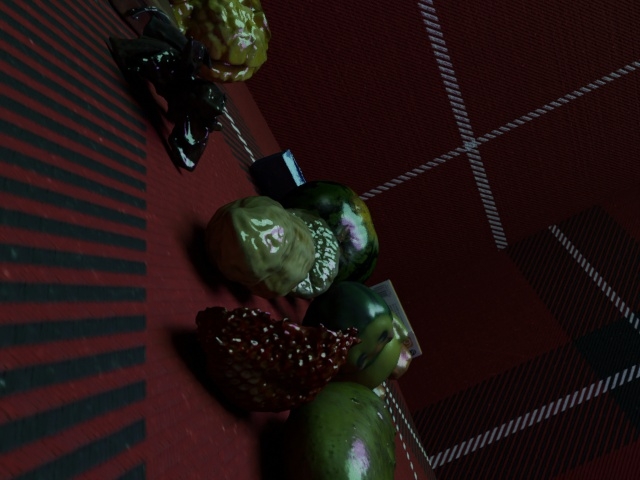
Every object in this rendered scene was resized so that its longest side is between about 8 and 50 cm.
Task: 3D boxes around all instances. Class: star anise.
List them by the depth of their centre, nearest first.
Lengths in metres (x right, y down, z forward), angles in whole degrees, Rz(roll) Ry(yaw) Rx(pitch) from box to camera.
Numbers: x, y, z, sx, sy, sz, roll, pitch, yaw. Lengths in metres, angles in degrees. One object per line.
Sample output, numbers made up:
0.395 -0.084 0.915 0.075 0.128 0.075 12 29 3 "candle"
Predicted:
-0.223 -0.243 1.025 0.283 0.129 0.212 56 -9 48 "star anise"

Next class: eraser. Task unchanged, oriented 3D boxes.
-0.074 -0.092 1.823 0.042 0.144 0.312 -42 112 -43 "eraser"

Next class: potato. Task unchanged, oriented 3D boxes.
0.020 0.275 0.828 0.176 0.141 0.298 61 13 2 "potato"

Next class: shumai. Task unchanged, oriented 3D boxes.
-0.067 0.035 1.300 0.120 0.201 0.201 -44 -114 50 "shumai"

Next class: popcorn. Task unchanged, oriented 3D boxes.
-0.249 -0.473 1.485 0.265 0.225 0.332 54 24 14 "popcorn"

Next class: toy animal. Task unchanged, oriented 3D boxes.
0.064 0.210 1.373 0.191 0.216 0.338 35 -15 33 "toy animal"

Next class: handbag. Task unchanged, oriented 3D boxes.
-0.330 -0.446 1.186 0.193 0.072 0.151 53 12 -75 "handbag"

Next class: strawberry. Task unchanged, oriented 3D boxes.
-0.057 0.144 0.757 0.236 0.175 0.107 13 73 -36 "strawberry"

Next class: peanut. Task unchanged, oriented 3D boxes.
-0.090 0.013 1.003 0.325 0.140 0.153 23 58 -81 "peanut"

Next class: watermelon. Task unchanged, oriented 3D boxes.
0.004 -0.003 1.477 0.269 0.269 0.269 64 4 -9 "watermelon"

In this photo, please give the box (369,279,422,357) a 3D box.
0.129 0.238 1.760 0.274 0.220 0.091 -103 170 -63 "box"
